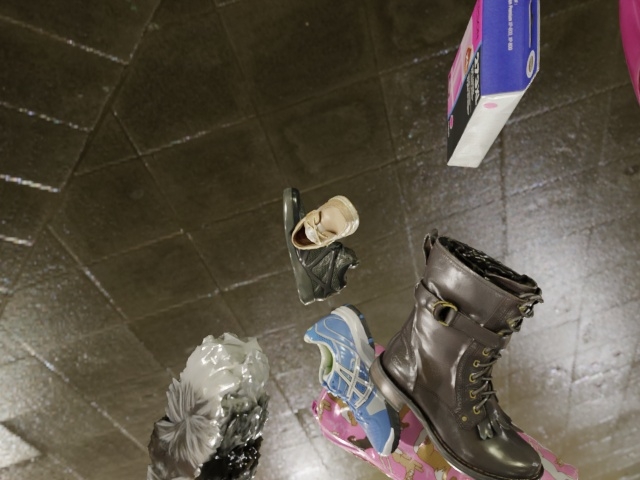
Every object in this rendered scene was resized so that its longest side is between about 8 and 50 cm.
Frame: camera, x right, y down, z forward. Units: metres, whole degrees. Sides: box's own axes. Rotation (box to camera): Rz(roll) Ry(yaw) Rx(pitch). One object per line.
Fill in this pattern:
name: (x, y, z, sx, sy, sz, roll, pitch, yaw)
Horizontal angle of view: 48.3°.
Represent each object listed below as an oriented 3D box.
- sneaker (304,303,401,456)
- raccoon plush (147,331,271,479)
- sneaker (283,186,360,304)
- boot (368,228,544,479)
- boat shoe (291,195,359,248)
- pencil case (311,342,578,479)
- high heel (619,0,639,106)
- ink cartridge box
sneaker: (0.044, 0.197, 0.976, 0.081, 0.211, 0.080, -21, 175, -21)
raccoon plush: (-0.031, 0.328, 0.716, 0.299, 0.216, 0.446, 13, 101, -53)
sneaker: (0.000, 0.000, 1.360, 0.130, 0.227, 0.087, -14, -175, 3)
boot: (0.186, 0.138, 0.818, 0.091, 0.263, 0.229, -31, 152, -54)
boat shoe: (0.003, -0.018, 1.081, 0.059, 0.063, 0.170, -33, 179, -25)
pencil case: (0.175, 0.306, 1.048, 0.167, 0.386, 0.160, -19, 133, -53)
high heel: (0.350, -0.092, 0.640, 0.127, 0.377, 0.181, -26, 180, 43)
ink cartridge box: (0.256, -0.256, 1.096, 0.069, 0.175, 0.371, 4, 166, -1)
